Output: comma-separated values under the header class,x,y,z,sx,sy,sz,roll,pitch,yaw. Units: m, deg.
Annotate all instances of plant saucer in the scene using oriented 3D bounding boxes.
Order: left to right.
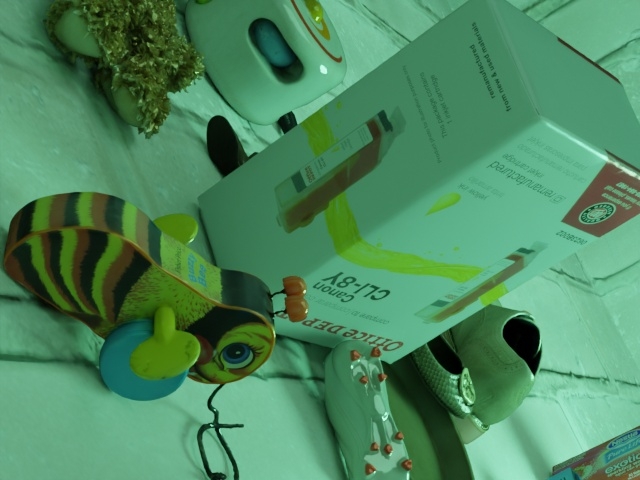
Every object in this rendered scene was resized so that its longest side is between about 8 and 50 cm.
class,x,y,z,sx,sy,sz,roll,pitch,yaw
plant saucer,0.095,0.209,1.711,0.278,0.041,0.278,53,17,-25

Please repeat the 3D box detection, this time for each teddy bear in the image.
class,x,y,z,sx,sy,sz,roll,pitch,yaw
teddy bear,-0.191,-0.249,1.518,0.245,0.113,0.338,58,17,-17

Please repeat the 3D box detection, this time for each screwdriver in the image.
class,x,y,z,sx,sy,sz,roll,pitch,yaw
screwdriver,-0.058,-0.189,1.986,0.024,0.025,0.170,44,14,-42

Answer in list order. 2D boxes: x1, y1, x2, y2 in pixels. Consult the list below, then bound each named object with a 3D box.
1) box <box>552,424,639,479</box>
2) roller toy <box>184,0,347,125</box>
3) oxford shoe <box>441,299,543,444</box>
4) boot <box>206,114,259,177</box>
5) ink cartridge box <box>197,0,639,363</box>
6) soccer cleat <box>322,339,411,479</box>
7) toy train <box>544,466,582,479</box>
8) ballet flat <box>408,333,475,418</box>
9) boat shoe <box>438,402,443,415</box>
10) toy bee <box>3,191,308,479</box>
class,x,y,z,sx,sy,sz,roll,pitch,yaw
box,0.487,0.362,2.225,0.128,0.257,0.122,55,18,-15
roller toy,-0.060,-0.252,1.844,0.209,0.146,0.191,30,34,-61
oxford shoe,0.248,0.152,2.065,0.140,0.146,0.397,55,17,-13
boot,-0.086,-0.096,1.693,0.114,0.037,0.106,-30,103,-71
ink cartridge box,0.113,-0.044,1.515,0.279,0.385,0.160,20,44,-49
soccer cleat,0.045,0.200,1.542,0.068,0.076,0.196,1,70,-32
toy train,0.342,0.397,2.004,0.184,0.105,0.080,53,18,-22
ballet flat,0.126,0.105,1.801,0.250,0.058,0.084,59,16,-8
boat shoe,0.133,0.185,1.874,0.035,0.035,0.100,27,30,-57
toy bee,-0.101,0.050,1.189,0.298,0.162,0.195,39,25,-51
